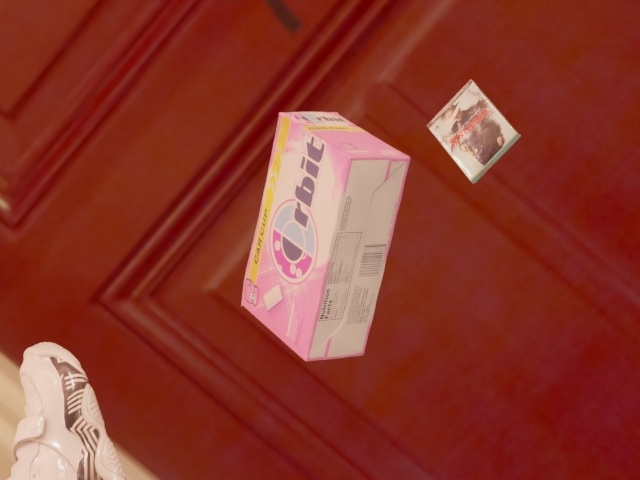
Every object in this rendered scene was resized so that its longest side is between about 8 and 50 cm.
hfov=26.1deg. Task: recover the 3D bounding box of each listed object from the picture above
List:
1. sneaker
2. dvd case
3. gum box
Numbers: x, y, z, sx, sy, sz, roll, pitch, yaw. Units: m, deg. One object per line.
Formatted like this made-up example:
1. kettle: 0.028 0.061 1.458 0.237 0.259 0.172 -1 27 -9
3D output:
1. sneaker: -0.353 0.286 1.660 0.210 0.366 0.137 -16 -37 -19
2. dvd case: 0.197 -0.142 1.785 0.087 0.013 0.119 -46 48 16
3. gum box: 0.000 0.000 1.136 0.107 0.062 0.188 36 121 48
